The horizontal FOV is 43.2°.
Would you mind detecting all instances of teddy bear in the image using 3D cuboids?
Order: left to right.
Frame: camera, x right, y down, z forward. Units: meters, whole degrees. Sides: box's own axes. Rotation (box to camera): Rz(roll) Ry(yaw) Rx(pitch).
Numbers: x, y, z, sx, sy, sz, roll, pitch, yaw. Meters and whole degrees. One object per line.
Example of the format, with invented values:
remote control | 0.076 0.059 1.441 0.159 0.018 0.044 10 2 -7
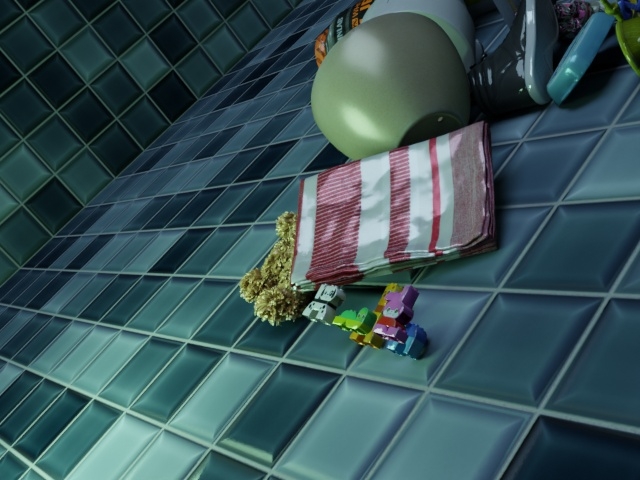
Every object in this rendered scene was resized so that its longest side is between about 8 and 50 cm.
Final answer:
teddy bear | 0.000 0.000 1.360 0.338 0.113 0.245 -35 25 9

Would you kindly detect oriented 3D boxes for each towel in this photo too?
towel | 0.104 -0.052 1.234 0.329 0.037 0.237 -15 48 24

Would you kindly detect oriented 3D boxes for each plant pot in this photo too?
plant pot | 0.149 -0.222 1.406 0.284 0.284 0.191 -35 49 7

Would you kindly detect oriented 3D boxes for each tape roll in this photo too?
tape roll | 0.184 -0.363 1.596 0.246 0.246 0.169 -27 24 26

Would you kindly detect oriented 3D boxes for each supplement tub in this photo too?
supplement tub | 0.162 -0.481 1.901 0.338 0.207 0.207 -19 29 39

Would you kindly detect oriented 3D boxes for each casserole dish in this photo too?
casserole dish | 0.423 -0.303 1.322 0.188 0.037 0.114 -54 -4 -30

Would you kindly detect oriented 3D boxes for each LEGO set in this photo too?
LEGO set | 0.082 0.092 1.086 0.227 0.087 0.093 5 63 59

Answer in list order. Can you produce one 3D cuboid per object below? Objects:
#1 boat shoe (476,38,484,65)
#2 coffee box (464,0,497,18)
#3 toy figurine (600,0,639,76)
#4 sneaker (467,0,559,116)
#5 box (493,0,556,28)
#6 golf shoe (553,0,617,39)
boat shoe | 0.219 -0.390 1.742 0.267 0.096 0.088 -12 17 18
coffee box | 0.278 -0.752 1.964 0.338 0.334 0.338 -9 56 49
toy figurine | 0.552 -0.417 1.238 0.217 0.191 0.363 -19 30 28
sneaker | 0.341 -0.345 1.453 0.147 0.104 0.296 -16 48 39
box | 0.422 -0.555 1.683 0.056 0.183 0.231 -14 32 44
golf shoe | 0.479 -0.403 1.483 0.086 0.068 0.186 -1 14 -6
